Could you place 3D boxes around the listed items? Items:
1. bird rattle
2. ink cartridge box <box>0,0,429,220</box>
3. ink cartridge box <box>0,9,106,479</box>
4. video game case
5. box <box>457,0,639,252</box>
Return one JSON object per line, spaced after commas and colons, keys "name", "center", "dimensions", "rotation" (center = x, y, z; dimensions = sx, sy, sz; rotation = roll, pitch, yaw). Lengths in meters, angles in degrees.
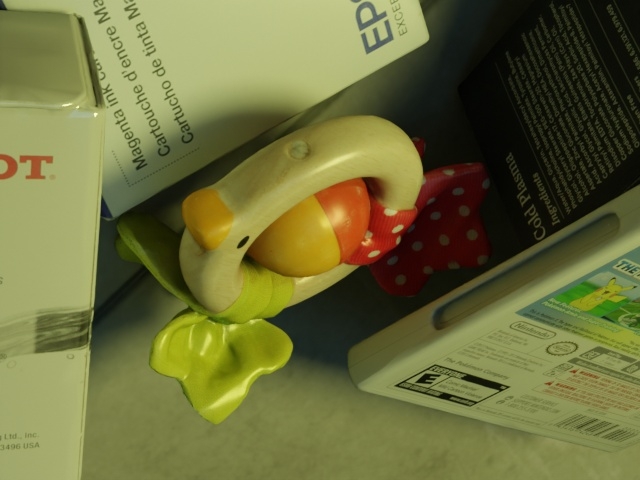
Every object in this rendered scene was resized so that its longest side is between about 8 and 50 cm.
{"name": "bird rattle", "center": [0.000, 0.000, 0.802], "dimensions": [0.253, 0.143, 0.207], "rotation": [-20, 156, -9]}
{"name": "ink cartridge box", "center": [-0.123, -0.179, 0.714], "dimensions": [0.330, 0.071, 0.324], "rotation": [-32, 128, -12]}
{"name": "ink cartridge box", "center": [-0.241, 0.034, 0.688], "dimensions": [0.223, 0.129, 0.307], "rotation": [1, 121, -16]}
{"name": "video game case", "center": [0.234, 0.060, 0.885], "dimensions": [0.300, 0.036, 0.329], "rotation": [-33, 144, 34]}
{"name": "box", "center": [0.332, -0.110, 0.870], "dimensions": [0.343, 0.179, 0.312], "rotation": [10, 137, -33]}
